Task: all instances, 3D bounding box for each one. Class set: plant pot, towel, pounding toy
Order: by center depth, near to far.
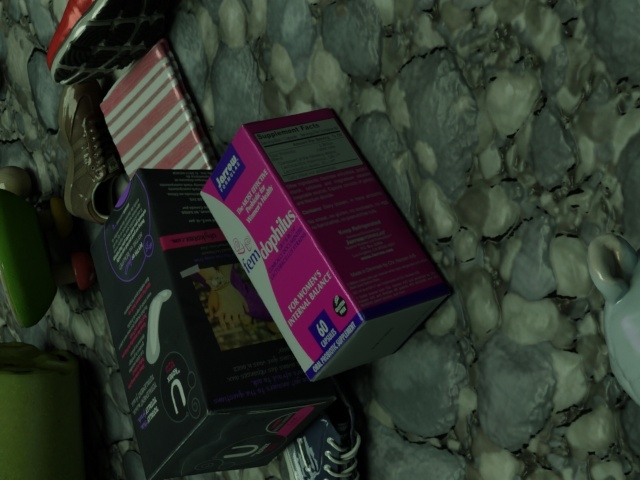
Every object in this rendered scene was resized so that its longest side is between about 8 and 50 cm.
[{"bbox_3d":[-0.173,-0.108,1.327,0.144,0.029,0.197,-34,77,46],"label":"towel"},{"bbox_3d":[-0.358,0.002,1.541,0.237,0.110,0.183,-123,20,-65],"label":"pounding toy"},{"bbox_3d":[-0.422,0.277,1.589,0.276,0.276,0.254,14,100,47],"label":"plant pot"}]

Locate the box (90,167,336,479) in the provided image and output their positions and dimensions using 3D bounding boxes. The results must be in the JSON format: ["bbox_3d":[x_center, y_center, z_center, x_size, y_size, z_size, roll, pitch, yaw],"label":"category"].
[{"bbox_3d":[-0.115,0.080,1.185,0.165,0.143,0.270,-50,50,46],"label":"box"}]

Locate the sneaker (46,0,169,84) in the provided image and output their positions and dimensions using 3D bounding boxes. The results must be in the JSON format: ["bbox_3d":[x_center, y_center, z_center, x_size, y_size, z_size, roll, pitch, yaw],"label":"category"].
[{"bbox_3d":[-0.217,-0.291,1.248,0.118,0.107,0.279,46,117,26],"label":"sneaker"}]

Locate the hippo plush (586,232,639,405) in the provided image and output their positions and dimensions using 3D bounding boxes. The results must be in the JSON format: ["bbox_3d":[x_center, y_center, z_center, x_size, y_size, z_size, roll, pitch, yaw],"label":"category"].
[{"bbox_3d":[0.254,-0.003,0.696,0.294,0.236,0.234,-33,77,49],"label":"hippo plush"}]

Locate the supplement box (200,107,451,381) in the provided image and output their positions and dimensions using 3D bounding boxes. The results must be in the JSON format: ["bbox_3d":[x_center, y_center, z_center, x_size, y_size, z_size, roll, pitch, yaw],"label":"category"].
[{"bbox_3d":[0.000,0.000,1.093,0.220,0.114,0.111,59,139,21],"label":"supplement box"}]

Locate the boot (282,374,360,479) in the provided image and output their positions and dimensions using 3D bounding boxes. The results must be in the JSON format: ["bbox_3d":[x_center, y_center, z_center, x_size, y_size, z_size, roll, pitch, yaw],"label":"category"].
[{"bbox_3d":[0.010,0.222,1.184,0.086,0.069,0.190,-44,67,50],"label":"boot"}]

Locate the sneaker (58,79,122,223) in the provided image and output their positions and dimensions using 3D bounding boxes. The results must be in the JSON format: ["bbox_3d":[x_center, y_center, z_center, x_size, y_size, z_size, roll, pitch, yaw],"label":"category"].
[{"bbox_3d":[-0.265,-0.108,1.417,0.071,0.066,0.188,20,124,26],"label":"sneaker"}]
